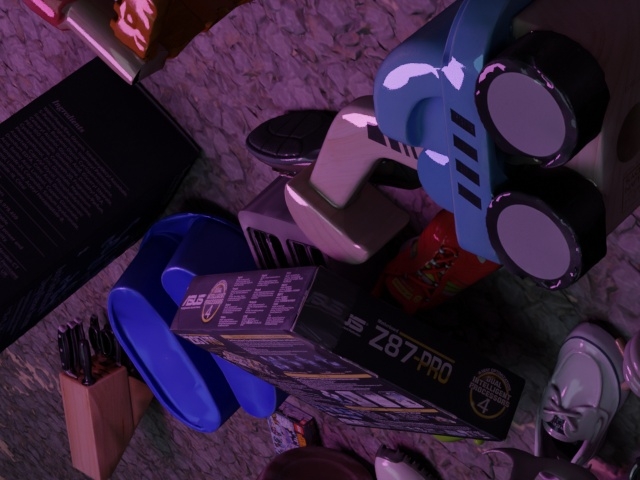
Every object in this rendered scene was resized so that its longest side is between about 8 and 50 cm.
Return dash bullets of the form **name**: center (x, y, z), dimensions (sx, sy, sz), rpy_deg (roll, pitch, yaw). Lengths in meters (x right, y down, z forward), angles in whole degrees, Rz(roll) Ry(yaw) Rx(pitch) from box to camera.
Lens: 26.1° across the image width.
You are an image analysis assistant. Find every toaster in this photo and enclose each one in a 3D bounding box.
- **toaster**: center (0.000, 0.000, 1.788), dimensions (0.168, 0.110, 0.186), rpy_deg (16, 137, 42)

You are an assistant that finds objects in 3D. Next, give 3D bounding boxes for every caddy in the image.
- **caddy**: center (-0.156, 0.120, 2.070), dimensions (0.241, 0.179, 0.341), rpy_deg (-19, 111, 34)

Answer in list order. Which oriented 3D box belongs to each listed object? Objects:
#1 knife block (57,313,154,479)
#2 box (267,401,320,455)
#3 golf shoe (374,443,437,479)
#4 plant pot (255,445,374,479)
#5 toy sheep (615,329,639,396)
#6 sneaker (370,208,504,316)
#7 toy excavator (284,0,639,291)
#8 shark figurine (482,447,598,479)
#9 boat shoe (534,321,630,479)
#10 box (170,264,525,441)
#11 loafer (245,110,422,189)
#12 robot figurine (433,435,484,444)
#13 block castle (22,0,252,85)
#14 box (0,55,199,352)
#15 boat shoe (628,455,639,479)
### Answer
- **knife block**: center (-0.431, 0.283, 2.557), dimensions (0.088, 0.276, 0.242), rpy_deg (20, 169, 40)
- **box**: center (-0.043, 0.328, 2.301), dimensions (0.094, 0.027, 0.137), rpy_deg (24, 142, 35)
- **golf shoe**: center (0.135, 0.436, 2.105), dimensions (0.105, 0.120, 0.273), rpy_deg (11, 132, 49)
- **plant pot**: center (-0.023, 0.490, 2.219), dimensions (0.323, 0.323, 0.280), rpy_deg (32, 133, 26)
- **toy sheep**: center (0.366, 0.130, 1.486), dimensions (0.091, 0.091, 0.132), rpy_deg (46, 145, 5)
- **sneaker**: center (0.139, 0.036, 1.639), dimensions (0.107, 0.118, 0.279), rpy_deg (46, 150, 4)
- **toy excavator**: center (0.135, -0.112, 1.375), dimensions (0.445, 0.222, 0.433), rpy_deg (27, 142, 35)
- **shark figurine**: center (0.304, 0.329, 1.658), dimensions (0.166, 0.116, 0.278), rpy_deg (-14, 145, 12)
- **boat shoe**: center (0.306, 0.204, 1.647), dimensions (0.095, 0.084, 0.258), rpy_deg (30, 145, 29)
- **box**: center (0.021, 0.147, 1.758), dimensions (0.318, 0.097, 0.395), rpy_deg (28, 165, -22)
- **loafer**: center (0.015, -0.099, 1.678), dimensions (0.267, 0.096, 0.084), rpy_deg (7, 136, 47)
- **robot figurine**: center (0.185, 0.234, 1.855), dimensions (0.101, 0.067, 0.115), rpy_deg (27, 155, -18)
- **block castle**: center (-0.125, -0.392, 1.314), dimensions (0.213, 0.303, 0.453), rpy_deg (44, 149, 10)
- **box**: center (-0.412, -0.035, 1.999), dimensions (0.212, 0.395, 0.293), rpy_deg (46, 151, 3)
- **boat shoe**: center (0.424, 0.354, 1.696), dimensions (0.079, 0.084, 0.233), rpy_deg (-110, -2, -49)
